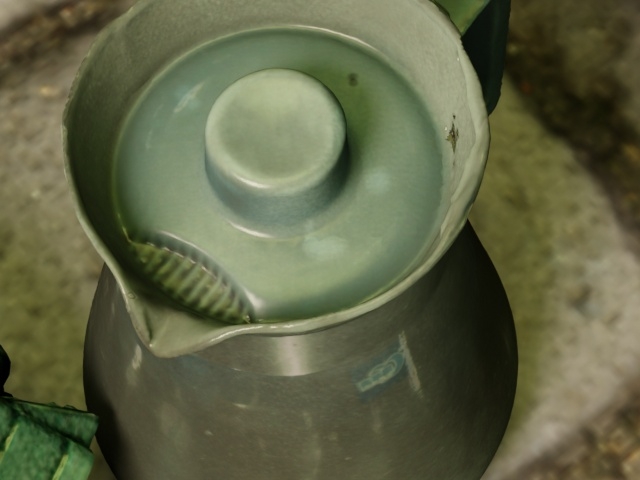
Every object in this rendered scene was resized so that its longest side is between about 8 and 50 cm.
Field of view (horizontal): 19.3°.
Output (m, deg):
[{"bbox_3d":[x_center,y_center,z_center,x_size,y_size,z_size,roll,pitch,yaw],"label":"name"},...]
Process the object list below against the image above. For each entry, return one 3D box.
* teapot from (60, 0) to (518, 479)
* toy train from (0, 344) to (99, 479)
[{"bbox_3d":[0.000,0.000,0.668,0.171,0.225,0.203,35,71,16],"label":"teapot"},{"bbox_3d":[-0.214,0.152,0.618,0.138,0.178,0.330,5,61,42],"label":"toy train"}]
